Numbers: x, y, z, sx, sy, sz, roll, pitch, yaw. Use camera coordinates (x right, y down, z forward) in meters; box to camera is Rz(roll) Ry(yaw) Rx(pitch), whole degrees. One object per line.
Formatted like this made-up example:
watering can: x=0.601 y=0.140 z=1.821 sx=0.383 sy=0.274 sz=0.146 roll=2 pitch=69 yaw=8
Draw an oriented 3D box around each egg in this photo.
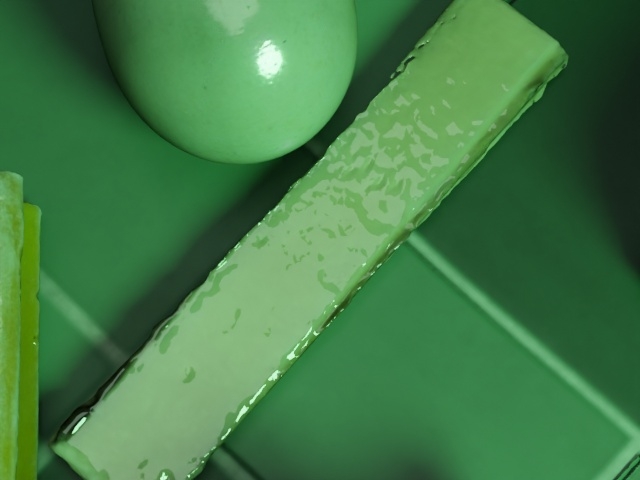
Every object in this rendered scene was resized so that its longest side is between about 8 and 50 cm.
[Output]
egg: x=-0.060 y=-0.145 z=0.818 sx=0.151 sy=0.151 sz=0.209 roll=-18 pitch=75 yaw=-6

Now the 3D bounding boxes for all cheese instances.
cheese: x=0.001 y=0.001 z=0.841 sx=0.085 sy=0.034 sz=0.400 roll=40 pitch=77 yaw=5

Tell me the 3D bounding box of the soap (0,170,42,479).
soap: x=-0.244 y=0.102 z=0.777 sx=0.174 sy=0.089 sz=0.274 roll=-3 pitch=73 yaw=-1
